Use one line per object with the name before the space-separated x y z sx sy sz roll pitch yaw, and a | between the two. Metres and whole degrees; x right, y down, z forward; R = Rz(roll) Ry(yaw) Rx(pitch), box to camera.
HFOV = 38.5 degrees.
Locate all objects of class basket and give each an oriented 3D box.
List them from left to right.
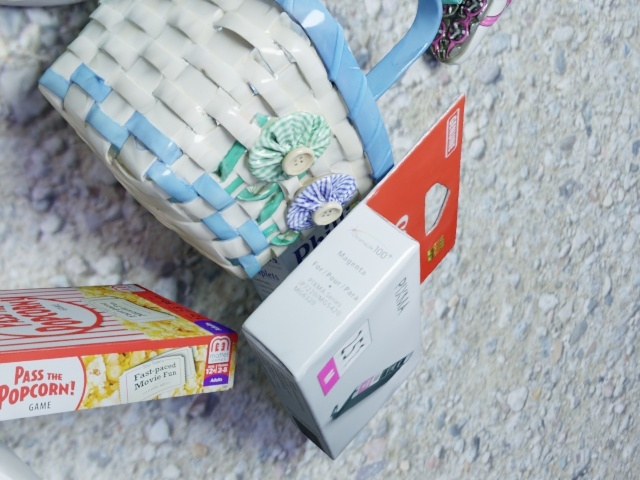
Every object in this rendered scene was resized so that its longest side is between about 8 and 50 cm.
basket | -0.025 -0.130 0.653 0.289 0.201 0.255 -52 152 -8

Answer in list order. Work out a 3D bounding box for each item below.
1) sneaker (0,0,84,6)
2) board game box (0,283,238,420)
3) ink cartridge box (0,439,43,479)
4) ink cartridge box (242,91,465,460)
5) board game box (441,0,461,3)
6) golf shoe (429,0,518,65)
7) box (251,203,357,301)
sneaker | -0.239 -0.226 0.495 0.365 0.150 0.135 16 91 -42
board game box | -0.177 0.071 0.627 0.193 0.146 0.045 -1 102 -41
ink cartridge box | -0.279 0.239 0.546 0.273 0.198 0.115 -54 129 -16
ink cartridge box | 0.058 0.046 0.744 0.239 0.060 0.275 -46 159 -14
board game box | 0.083 -0.336 0.814 0.210 0.047 0.160 32 79 -41
golf shoe | 0.170 -0.245 0.900 0.086 0.067 0.186 35 77 -42
box | 0.000 0.000 0.813 0.126 0.072 0.137 -42 125 -26
